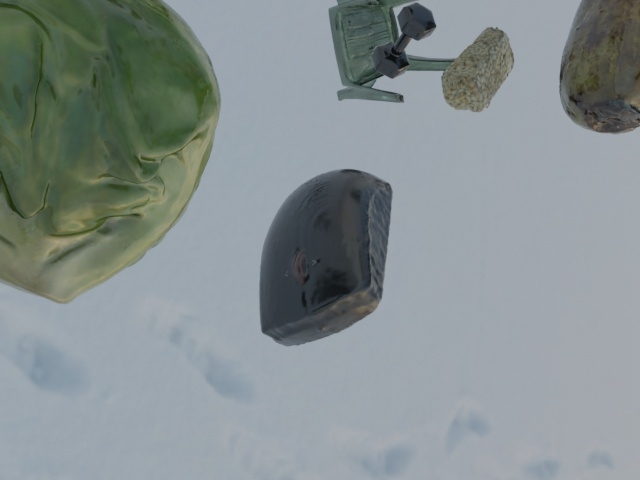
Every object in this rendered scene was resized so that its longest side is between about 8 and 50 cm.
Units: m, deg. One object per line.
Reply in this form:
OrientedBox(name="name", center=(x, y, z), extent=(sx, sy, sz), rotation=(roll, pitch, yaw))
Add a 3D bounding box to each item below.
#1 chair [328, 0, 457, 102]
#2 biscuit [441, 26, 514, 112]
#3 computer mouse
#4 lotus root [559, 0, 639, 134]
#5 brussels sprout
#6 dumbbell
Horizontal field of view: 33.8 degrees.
OrientedBox(name="chair", center=(0.101, -0.353, 1.836), extent=(0.190, 0.274, 0.203), rotation=(-22, 111, -32))
OrientedBox(name="biscuit", center=(0.258, -0.275, 1.706), extent=(0.168, 0.070, 0.082), rotation=(-52, 137, -36))
OrientedBox(name="computer mouse", center=(0.000, 0.000, 1.344), extent=(0.100, 0.170, 0.269), rotation=(42, 36, -30))
OrientedBox(name="lotus root", center=(0.345, -0.228, 1.174), extent=(0.128, 0.145, 0.260), rotation=(30, 61, -14))
OrientedBox(name="brussels sprout", center=(-0.253, -0.114, 0.994), extent=(0.247, 0.328, 0.328), rotation=(-174, -109, -84))
OrientedBox(name="dumbbell", center=(0.085, -0.204, 1.083), extent=(0.036, 0.083, 0.040), rotation=(4, 56, -26))
